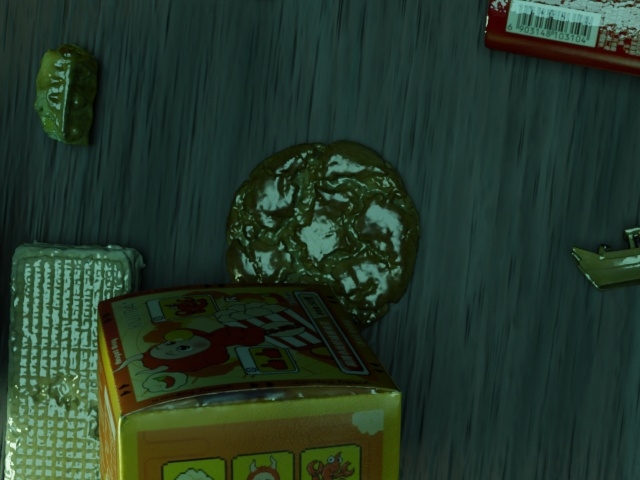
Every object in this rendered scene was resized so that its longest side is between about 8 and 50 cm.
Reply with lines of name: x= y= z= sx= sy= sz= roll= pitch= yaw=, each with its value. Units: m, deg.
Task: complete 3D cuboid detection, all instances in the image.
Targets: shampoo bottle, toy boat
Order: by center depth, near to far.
shampoo bottle: x=0.327 y=-0.227 z=1.438 sx=0.314 sy=0.076 sz=0.118 roll=12 pitch=91 yaw=13
toy boat: x=0.367 y=0.004 z=1.472 sx=0.206 sy=0.064 sz=0.072 roll=-9 pitch=77 yaw=6

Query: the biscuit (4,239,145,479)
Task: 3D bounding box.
biscuit: x=-0.272 y=0.215 z=1.541 sx=0.144 sy=0.078 sz=0.426 roll=2 pitch=94 yaw=5

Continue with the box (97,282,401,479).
box: x=-0.081 y=0.184 z=1.367 sx=0.259 sy=0.283 sz=0.214 roll=-5 pitch=110 yaw=-12

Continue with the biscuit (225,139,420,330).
biscuit: x=0.000 y=0.000 z=1.520 sx=0.225 sy=0.042 sz=0.226 roll=0 pitch=94 yaw=6

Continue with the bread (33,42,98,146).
bread: x=-0.278 y=-0.161 z=1.533 sx=0.066 sy=0.060 sz=0.110 roll=6 pitch=94 yaw=-10
